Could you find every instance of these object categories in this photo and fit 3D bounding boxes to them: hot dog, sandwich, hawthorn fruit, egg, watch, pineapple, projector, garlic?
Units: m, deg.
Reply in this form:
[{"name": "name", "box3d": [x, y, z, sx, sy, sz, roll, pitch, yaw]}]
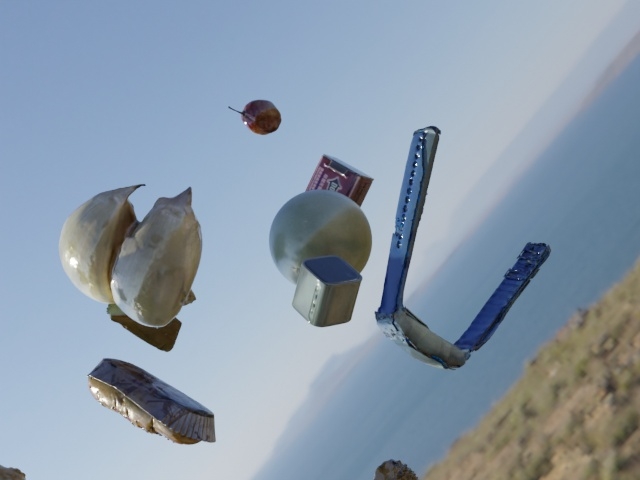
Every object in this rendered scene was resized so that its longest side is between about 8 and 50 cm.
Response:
[{"name": "hot dog", "box3d": [-0.264, 0.252, 1.721, 0.131, 0.252, 0.069, 19, -87, -56]}, {"name": "sandwich", "box3d": [-0.368, 0.158, 2.371, 0.088, 0.090, 0.244, -37, -30, 5]}, {"name": "hawthorn fruit", "box3d": [-0.121, -0.223, 1.979, 0.103, 0.067, 0.067, 0, -38, -35]}, {"name": "egg", "box3d": [0.000, 0.000, 2.014, 0.186, 0.186, 0.253, -50, -13, 8]}, {"name": "watch", "box3d": [0.171, 0.023, 1.592, 0.274, 0.276, 0.068, -51, 16, -16]}, {"name": "pineapple", "box3d": [0.160, 0.435, 1.885, 0.074, 0.159, 0.074, -38, 29, 26]}, {"name": "projector", "box3d": [0.010, 0.081, 1.768, 0.083, 0.083, 0.082, -8, -56, -37]}, {"name": "garlic", "box3d": [-0.342, 0.031, 2.089, 0.249, 0.286, 0.313, -34, -17, -20]}]

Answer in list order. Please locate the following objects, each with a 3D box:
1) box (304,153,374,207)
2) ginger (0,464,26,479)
[{"name": "box", "box3d": [0.010, -0.051, 2.242, 0.069, 0.120, 0.224, 14, -77, -53]}, {"name": "ginger", "box3d": [-0.586, 0.603, 1.910, 0.363, 0.348, 0.122, -38, -21, -34]}]
